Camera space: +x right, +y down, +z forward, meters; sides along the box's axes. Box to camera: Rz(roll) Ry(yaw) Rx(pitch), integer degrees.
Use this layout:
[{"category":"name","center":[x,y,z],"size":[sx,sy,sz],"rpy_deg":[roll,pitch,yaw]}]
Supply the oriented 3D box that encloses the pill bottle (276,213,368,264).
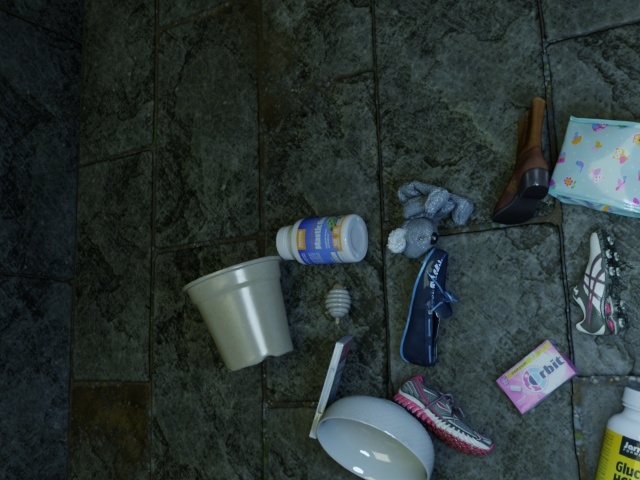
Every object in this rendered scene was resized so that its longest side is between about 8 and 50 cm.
[{"category":"pill bottle","center":[0.000,0.000,2.133],"size":[0.272,0.152,0.152],"rpy_deg":[-4,80,31]}]

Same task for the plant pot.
[{"category":"plant pot","center":[-0.237,0.247,2.173],"size":[0.334,0.334,0.305],"rpy_deg":[-24,81,28]}]

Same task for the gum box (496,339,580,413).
[{"category":"gum box","center":[0.564,0.359,1.768],"size":[0.188,0.062,0.107],"rpy_deg":[-45,62,19]}]

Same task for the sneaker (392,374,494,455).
[{"category":"sneaker","center":[0.346,0.483,1.864],"size":[0.299,0.121,0.112],"rpy_deg":[32,69,24]}]

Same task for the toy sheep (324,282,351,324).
[{"category":"toy sheep","center":[0.054,0.197,2.109],"size":[0.091,0.091,0.132],"rpy_deg":[-12,71,31]}]

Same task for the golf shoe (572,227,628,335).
[{"category":"golf shoe","center":[0.693,0.104,1.706],"size":[0.120,0.105,0.272],"rpy_deg":[-10,76,38]}]

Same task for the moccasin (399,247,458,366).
[{"category":"moccasin","center":[0.327,0.194,1.925],"size":[0.117,0.138,0.342],"rpy_deg":[18,106,29]}]

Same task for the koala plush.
[{"category":"koala plush","center":[0.289,-0.048,1.946],"size":[0.203,0.196,0.221],"rpy_deg":[23,95,45]}]

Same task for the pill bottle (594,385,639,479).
[{"category":"pill bottle","center":[0.742,0.517,1.554],"size":[0.188,0.188,0.334],"rpy_deg":[11,89,33]}]

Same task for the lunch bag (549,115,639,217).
[{"category":"lunch bag","center":[0.737,-0.181,1.688],"size":[0.262,0.160,0.223],"rpy_deg":[17,91,39]}]

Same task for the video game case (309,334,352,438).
[{"category":"video game case","center":[0.034,0.430,2.019],"size":[0.025,0.204,0.285],"rpy_deg":[17,92,10]}]

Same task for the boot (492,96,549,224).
[{"category":"boot","center":[0.536,-0.207,1.834],"size":[0.096,0.264,0.280],"rpy_deg":[6,63,1]}]

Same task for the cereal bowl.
[{"category":"cereal bowl","center":[0.165,0.541,1.880],"size":[0.339,0.339,0.141],"rpy_deg":[3,45,33]}]
